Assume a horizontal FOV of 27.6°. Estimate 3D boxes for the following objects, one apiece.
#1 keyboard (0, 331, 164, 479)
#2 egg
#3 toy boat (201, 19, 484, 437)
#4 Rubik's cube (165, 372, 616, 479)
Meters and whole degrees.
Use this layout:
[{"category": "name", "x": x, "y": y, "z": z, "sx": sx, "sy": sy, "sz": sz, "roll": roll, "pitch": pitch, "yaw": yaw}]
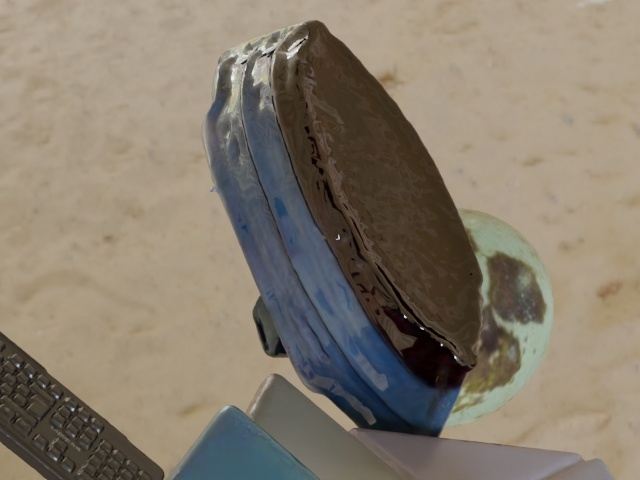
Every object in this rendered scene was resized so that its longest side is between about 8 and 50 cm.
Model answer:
[{"category": "keyboard", "x": -0.125, "y": 0.053, "z": 0.500, "sx": 0.155, "sy": 0.010, "sz": 0.053, "roll": 40, "pitch": 19, "yaw": -5}, {"category": "egg", "x": 0.096, "y": 0.065, "z": 1.041, "sx": 0.169, "sy": 0.169, "sz": 0.231, "roll": 14, "pitch": 28, "yaw": 22}, {"category": "toy boat", "x": 0.000, "y": 0.000, "z": 0.790, "sx": 0.129, "sy": 0.142, "sz": 0.309, "roll": -1, "pitch": 58, "yaw": -41}, {"category": "Rubik's cube", "x": 0.032, "y": 0.285, "z": 0.630, "sx": 0.368, "sy": 0.358, "sz": 0.387, "roll": 9, "pitch": 26, "yaw": -19}]
